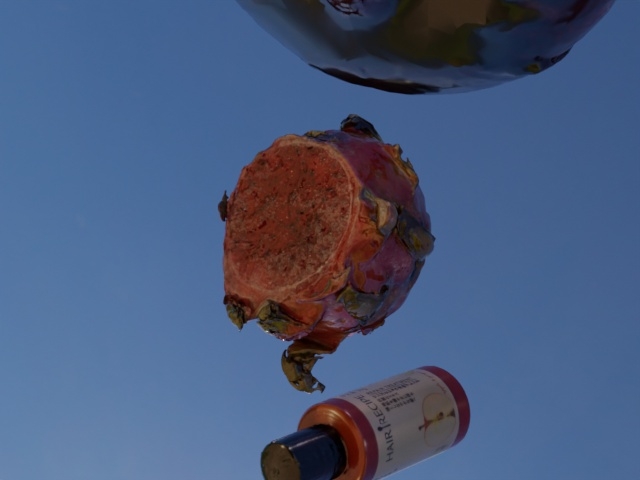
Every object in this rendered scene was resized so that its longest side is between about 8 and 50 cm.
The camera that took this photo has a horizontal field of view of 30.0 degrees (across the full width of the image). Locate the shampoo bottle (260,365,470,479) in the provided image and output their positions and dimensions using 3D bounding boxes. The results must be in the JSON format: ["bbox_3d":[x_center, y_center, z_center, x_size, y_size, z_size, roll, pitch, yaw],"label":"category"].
[{"bbox_3d":[0.047,0.218,1.326,0.104,0.278,0.104,10,-75,41],"label":"shampoo bottle"}]

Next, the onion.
[{"bbox_3d":[0.048,-0.214,0.737,0.313,0.232,0.314,19,-36,14],"label":"onion"}]

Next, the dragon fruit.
[{"bbox_3d":[0.000,0.000,1.148,0.211,0.147,0.282,10,-102,24],"label":"dragon fruit"}]
